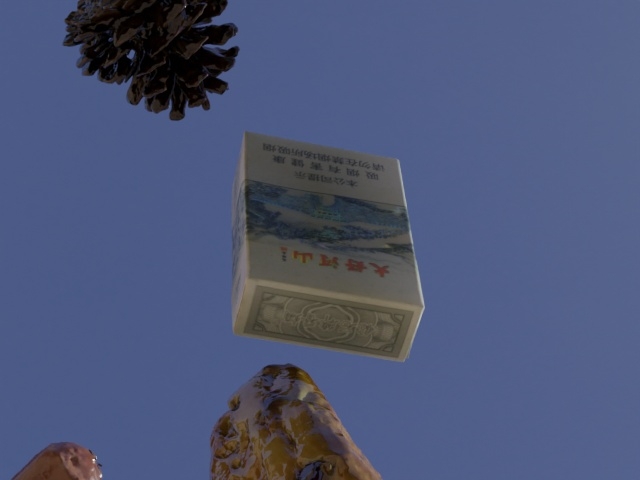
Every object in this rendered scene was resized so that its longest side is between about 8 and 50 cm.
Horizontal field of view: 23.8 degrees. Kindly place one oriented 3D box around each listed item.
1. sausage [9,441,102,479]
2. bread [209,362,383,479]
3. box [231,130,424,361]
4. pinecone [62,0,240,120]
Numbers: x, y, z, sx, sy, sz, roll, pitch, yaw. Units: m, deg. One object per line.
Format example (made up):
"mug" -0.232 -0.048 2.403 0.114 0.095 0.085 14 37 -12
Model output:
"sausage" -0.285 0.254 1.152 0.327 0.079 0.087 -33 -117 23
"bread" 0.014 0.192 0.961 0.099 0.235 0.210 -38 -78 -2
"box" 0.000 0.000 1.445 0.256 0.164 0.069 -95 -162 -55
"pinecone" -0.155 -0.197 1.497 0.163 0.165 0.163 -31 -149 21
